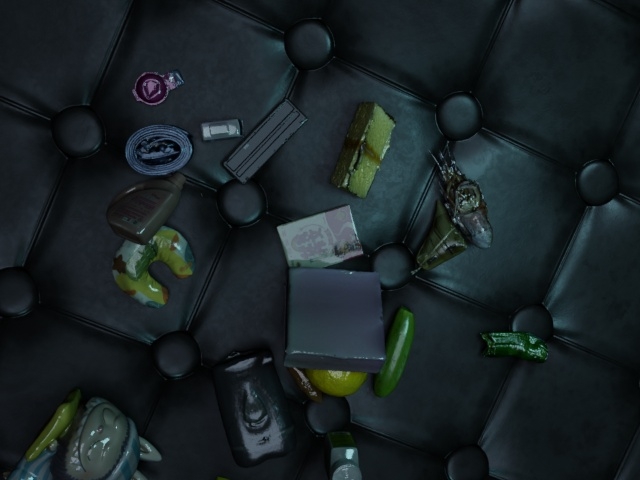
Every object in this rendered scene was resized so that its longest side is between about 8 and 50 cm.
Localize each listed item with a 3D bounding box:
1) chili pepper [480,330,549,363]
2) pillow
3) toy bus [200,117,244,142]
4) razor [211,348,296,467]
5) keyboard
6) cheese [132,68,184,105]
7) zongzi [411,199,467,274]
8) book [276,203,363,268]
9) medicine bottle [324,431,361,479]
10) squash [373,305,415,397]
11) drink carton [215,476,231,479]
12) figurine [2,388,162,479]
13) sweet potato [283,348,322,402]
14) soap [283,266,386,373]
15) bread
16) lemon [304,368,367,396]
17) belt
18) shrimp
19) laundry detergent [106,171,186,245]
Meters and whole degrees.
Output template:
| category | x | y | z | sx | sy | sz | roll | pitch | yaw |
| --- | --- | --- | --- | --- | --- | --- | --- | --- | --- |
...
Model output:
| category | x | y | z | sx | sy | sz | roll | pitch | yaw |
| --- | --- | --- | --- | --- | --- | --- | --- | --- | --- |
| chili pepper | 0.607 | 0.332 | 2.039 | 0.224 | 0.061 | 0.098 | 10 | 93 | -4 |
| pillow | -0.482 | 0.068 | 1.868 | 0.214 | 0.086 | 0.233 | 43 | 87 | -20 |
| toy bus | -0.280 | -0.316 | 1.845 | 0.123 | 0.075 | 0.060 | -8 | 97 | -6 |
| razor | -0.197 | 0.496 | 1.929 | 0.204 | 0.113 | 0.349 | -14 | 96 | -6 |
| keyboard | -0.198 | -0.250 | 1.888 | 0.103 | 0.041 | 0.381 | 45 | 83 | -9 |
| cheese | -0.459 | -0.438 | 1.829 | 0.145 | 0.038 | 0.095 | -25 | 100 | -10 |
| zongzi | 0.327 | -0.007 | 1.972 | 0.189 | 0.081 | 0.178 | -30 | 78 | 11 |
| book | 0.000 | 0.000 | 1.944 | 0.232 | 0.022 | 0.162 | -17 | 98 | -6 |
| medicine bottle | 0.065 | 0.671 | 1.944 | 0.088 | 0.188 | 0.132 | 2 | 97 | -7 |
| squash | 0.228 | 0.347 | 1.981 | 0.082 | 0.082 | 0.292 | 17 | 94 | -9 |
| drink carton | -0.170 | 0.843 | 1.951 | 0.351 | 0.154 | 0.111 | 23 | 93 | -9 |
| figurine | -0.647 | 0.649 | 1.822 | 0.377 | 0.266 | 0.361 | 38 | 96 | -9 |
| sweet potato | -0.054 | 0.412 | 1.969 | 0.206 | 0.060 | 0.068 | 53 | 51 | -8 |
| soap | 0.035 | 0.221 | 1.849 | 0.285 | 0.107 | 0.296 | 7 | 52 | -8 |
| bread | 0.122 | -0.264 | 1.884 | 0.178 | 0.142 | 0.266 | 22 | 93 | -50 |
| lemon | 0.047 | 0.369 | 1.917 | 0.180 | 0.180 | 0.193 | -38 | 84 | -2 |
| belt | -0.450 | -0.257 | 1.827 | 0.190 | 0.082 | 0.141 | -8 | 103 | -5 |
| shrimp | 0.424 | -0.130 | 1.925 | 0.116 | 0.145 | 0.343 | -25 | 92 | 18 |
| laundry detergent | -0.494 | -0.110 | 1.823 | 0.171 | 0.076 | 0.237 | 20 | 61 | 20 |
